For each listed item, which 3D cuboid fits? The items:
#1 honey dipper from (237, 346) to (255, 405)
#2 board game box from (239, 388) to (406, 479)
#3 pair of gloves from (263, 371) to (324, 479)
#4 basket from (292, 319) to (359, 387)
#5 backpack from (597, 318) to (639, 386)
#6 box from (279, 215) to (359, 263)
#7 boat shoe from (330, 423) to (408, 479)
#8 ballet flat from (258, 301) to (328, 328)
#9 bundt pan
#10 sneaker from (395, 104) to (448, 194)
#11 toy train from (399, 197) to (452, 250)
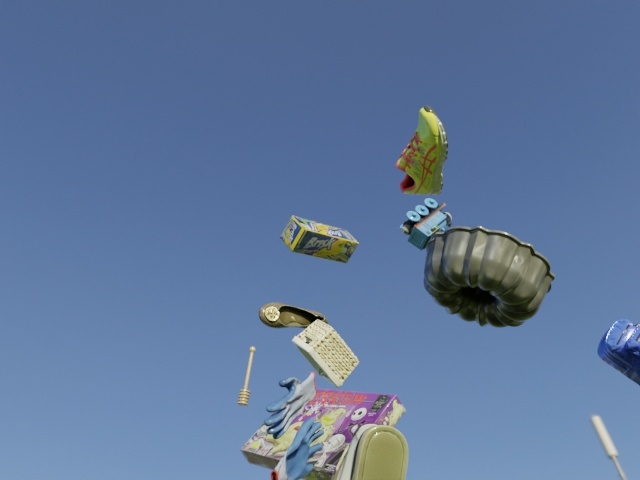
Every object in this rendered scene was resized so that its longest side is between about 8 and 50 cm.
[{"bbox_3d":[-0.197,0.362,1.532,0.030,0.161,0.030,4,-30,3],"label":"honey dipper"},{"bbox_3d":[-0.006,0.400,1.193,0.346,0.208,0.056,-15,-73,51],"label":"board game box"},{"bbox_3d":[-0.039,0.309,0.933,0.023,0.159,0.198,4,-76,27],"label":"pair of gloves"},{"bbox_3d":[0.018,0.323,1.642,0.103,0.113,0.167,-43,-65,-16],"label":"basket"},{"bbox_3d":[0.624,0.212,1.126,0.098,0.120,0.101,-42,-31,-26],"label":"backpack"},{"bbox_3d":[0.000,0.000,1.194,0.168,0.054,0.059,14,-67,-44],"label":"box"},{"bbox_3d":[0.054,0.433,0.857,0.113,0.303,0.103,26,-22,-8],"label":"boat shoe"},{"bbox_3d":[-0.077,0.241,1.779,0.249,0.084,0.058,16,-25,-32],"label":"ballet flat"},{"bbox_3d":[0.406,0.112,1.437,0.330,0.124,0.331,21,-30,12],"label":"bundt pan"},{"bbox_3d":[0.199,-0.170,1.145,0.094,0.082,0.209,-9,-50,-4],"label":"sneaker"},{"bbox_3d":[0.311,-0.051,1.656,0.184,0.105,0.080,-33,-26,-40],"label":"toy train"}]
